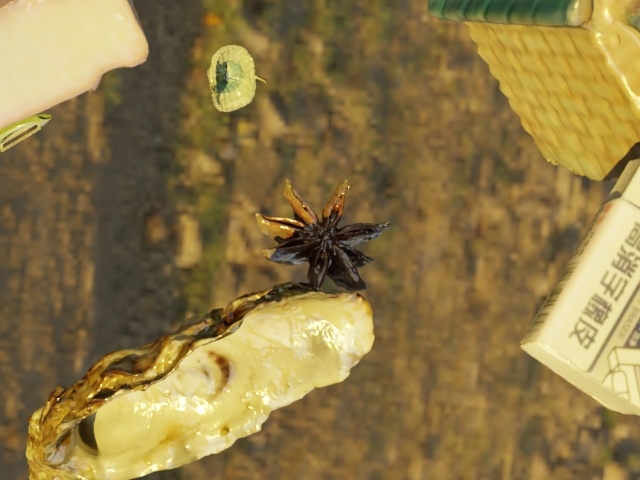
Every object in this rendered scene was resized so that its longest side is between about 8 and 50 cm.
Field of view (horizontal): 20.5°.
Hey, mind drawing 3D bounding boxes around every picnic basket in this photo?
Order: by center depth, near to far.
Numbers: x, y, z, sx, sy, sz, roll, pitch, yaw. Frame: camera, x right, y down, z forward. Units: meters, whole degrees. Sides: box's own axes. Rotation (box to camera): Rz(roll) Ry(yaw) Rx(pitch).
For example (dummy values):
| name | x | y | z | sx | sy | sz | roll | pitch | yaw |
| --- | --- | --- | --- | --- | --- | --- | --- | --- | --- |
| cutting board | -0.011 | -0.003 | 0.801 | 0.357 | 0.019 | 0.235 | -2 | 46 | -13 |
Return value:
| name | x | y | z | sx | sy | sz | roll | pitch | yaw |
| --- | --- | --- | --- | --- | --- | --- | --- | --- | --- |
| picnic basket | -0.108 | -0.192 | 2.130 | 0.083 | 0.065 | 0.083 | -139 | -139 | -55 |

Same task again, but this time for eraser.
| name | x | y | z | sx | sy | sz | roll | pitch | yaw |
| --- | --- | --- | --- | --- | --- | --- | --- | --- | --- |
| eraser | 0.290 | 0.041 | 1.634 | 0.210 | 0.124 | 0.068 | -57 | -175 | -12 |
| eraser | -0.338 | -0.231 | 1.887 | 0.359 | 0.272 | 0.122 | -120 | -175 | -67 |

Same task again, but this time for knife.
| name | x | y | z | sx | sy | sz | roll | pitch | yaw |
| --- | --- | --- | --- | --- | --- | --- | --- | --- | --- |
| knife | -0.358 | -0.092 | 1.846 | 0.026 | 0.184 | 0.022 | 53 | 21 | -26 |

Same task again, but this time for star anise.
| name | x | y | z | sx | sy | sz | roll | pitch | yaw |
| --- | --- | --- | --- | --- | --- | --- | --- | --- | --- |
| star anise | -0.002 | 0.000 | 1.730 | 0.042 | 0.141 | 0.141 | 117 | -6 | -53 |

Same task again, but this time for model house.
| name | x | y | z | sx | sy | sz | roll | pitch | yaw |
| --- | --- | --- | --- | --- | --- | --- | --- | --- | --- |
| model house | 0.356 | -0.337 | 1.803 | 0.400 | 0.445 | 0.395 | 53 | -9 | -15 |

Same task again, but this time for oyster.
| name | x | y | z | sx | sy | sz | roll | pitch | yaw |
| --- | --- | --- | --- | --- | --- | --- | --- | --- | --- |
| oyster | -0.150 | 0.127 | 1.595 | 0.204 | 0.396 | 0.111 | 32 | 34 | -60 |
